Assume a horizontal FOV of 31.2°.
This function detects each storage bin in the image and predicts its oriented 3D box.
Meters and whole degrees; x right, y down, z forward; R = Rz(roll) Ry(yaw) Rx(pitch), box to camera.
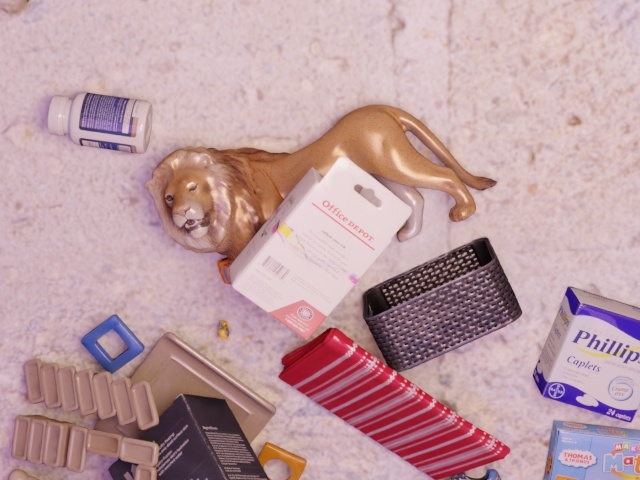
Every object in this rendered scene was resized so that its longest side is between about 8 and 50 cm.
[{"bbox_3d":[0.151,0.080,1.444,0.180,0.122,0.084,-26,103,8],"label":"storage bin"}]

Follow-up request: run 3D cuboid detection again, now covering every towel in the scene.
[{"bbox_3d":[0.087,0.212,1.467,0.275,0.199,0.031,34,62,-7],"label":"towel"}]

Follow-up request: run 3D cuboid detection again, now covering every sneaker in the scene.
[{"bbox_3d":[0.185,0.343,1.560,0.135,0.052,0.058,-14,95,-2],"label":"sneaker"}]

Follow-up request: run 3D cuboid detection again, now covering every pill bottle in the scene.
[{"bbox_3d":[-0.272,-0.148,1.422,0.120,0.067,0.067,8,106,-1],"label":"pill bottle"}]

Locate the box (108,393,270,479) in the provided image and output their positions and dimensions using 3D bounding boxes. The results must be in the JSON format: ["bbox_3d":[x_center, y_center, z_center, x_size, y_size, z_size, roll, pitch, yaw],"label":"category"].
[{"bbox_3d":[-0.162,0.304,1.445,0.156,0.093,0.158,-46,58,20],"label":"box"}]

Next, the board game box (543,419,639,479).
[{"bbox_3d":[0.380,0.355,1.557,0.160,0.039,0.211,7,106,0],"label":"board game box"}]

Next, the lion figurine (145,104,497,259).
[{"bbox_3d":[0.001,-0.071,1.417,0.392,0.142,0.240,-29,95,-5],"label":"lion figurine"}]

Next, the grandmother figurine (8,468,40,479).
[{"bbox_3d":[-0.402,0.420,1.551,0.342,0.104,0.208,2,91,5],"label":"grandmother figurine"}]

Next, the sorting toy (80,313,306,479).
[{"bbox_3d":[-0.179,0.235,1.538,0.347,0.047,0.196,37,110,-6],"label":"sorting toy"}]

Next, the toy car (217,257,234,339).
[{"bbox_3d":[-0.105,0.075,1.492,0.060,0.040,0.122,0,105,2],"label":"toy car"}]

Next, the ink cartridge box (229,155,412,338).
[{"bbox_3d":[0.000,0.000,1.323,0.115,0.067,0.198,37,102,-17],"label":"ink cartridge box"}]

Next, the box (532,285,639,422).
[{"bbox_3d":[0.361,0.147,1.483,0.126,0.072,0.137,17,105,-4],"label":"box"}]

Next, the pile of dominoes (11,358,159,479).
[{"bbox_3d":[-0.297,0.263,1.485,0.251,0.040,0.196,5,87,32],"label":"pile of dominoes"}]
